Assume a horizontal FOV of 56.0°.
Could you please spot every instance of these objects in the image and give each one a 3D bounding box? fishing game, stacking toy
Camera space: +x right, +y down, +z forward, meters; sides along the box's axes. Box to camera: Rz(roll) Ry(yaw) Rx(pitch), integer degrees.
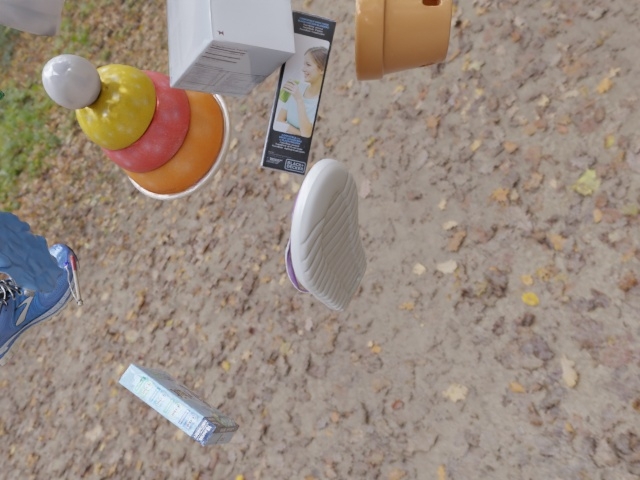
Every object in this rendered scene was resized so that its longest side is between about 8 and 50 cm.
[{"bbox_3d":[-0.522,0.024,1.035,0.041,0.264,0.189,-38,49,6],"label":"fishing game"},{"bbox_3d":[-0.469,-0.318,1.481,0.350,0.480,0.351,-5,77,20],"label":"stacking toy"}]

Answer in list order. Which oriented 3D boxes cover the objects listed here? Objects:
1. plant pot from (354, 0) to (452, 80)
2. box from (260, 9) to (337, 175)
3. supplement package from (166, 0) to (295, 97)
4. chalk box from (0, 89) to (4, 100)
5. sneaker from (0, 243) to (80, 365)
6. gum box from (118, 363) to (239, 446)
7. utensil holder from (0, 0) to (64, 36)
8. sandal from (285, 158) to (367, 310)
[{"bbox_3d":[0.187,-0.508,1.363,0.203,0.291,0.291,2,56,5],"label":"plant pot"},{"bbox_3d":[-0.048,-0.276,1.175,0.169,0.087,0.290,-129,51,-81],"label":"box"},{"bbox_3d":[-0.160,-0.378,1.028,0.203,0.149,0.194,-15,78,57],"label":"supplement package"},{"bbox_3d":[-0.686,-0.243,1.018,0.288,0.179,0.180,3,53,43],"label":"chalk box"},{"bbox_3d":[-0.672,0.131,1.331,0.129,0.147,0.330,21,60,22],"label":"sneaker"},{"bbox_3d":[-0.243,0.289,1.056,0.184,0.157,0.041,31,79,14],"label":"gum box"},{"bbox_3d":[-0.562,-0.604,1.030,0.386,0.327,0.327,-63,34,17],"label":"utensil holder"},{"bbox_3d":[-0.007,0.013,0.991,0.102,0.416,0.169,20,67,19],"label":"sandal"}]
